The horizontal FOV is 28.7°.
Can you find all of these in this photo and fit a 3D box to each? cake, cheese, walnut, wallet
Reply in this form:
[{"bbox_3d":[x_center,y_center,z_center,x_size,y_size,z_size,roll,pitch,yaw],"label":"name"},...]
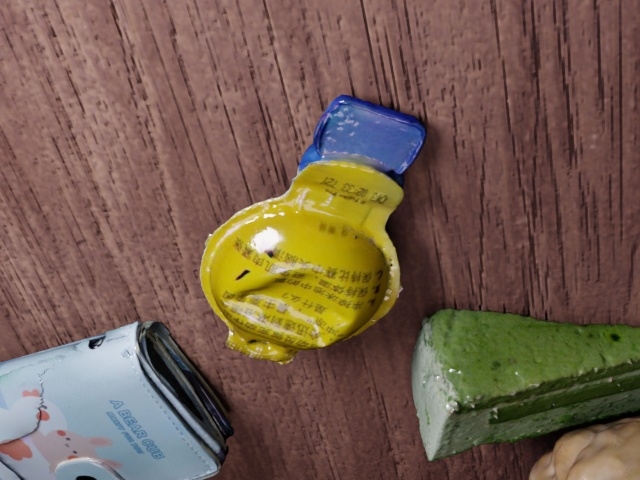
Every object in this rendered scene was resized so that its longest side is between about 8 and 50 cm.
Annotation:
[{"bbox_3d":[0.195,0.127,1.025,0.235,0.099,0.100,5,140,-1],"label":"cake"},{"bbox_3d":[0.000,0.000,0.930,0.157,0.064,0.250,18,127,-15],"label":"cheese"},{"bbox_3d":[0.274,0.245,1.074,0.245,0.198,0.198,2,149,-45],"label":"walnut"},{"bbox_3d":[-0.221,0.164,1.127,0.250,0.075,0.176,-16,128,21],"label":"wallet"}]
